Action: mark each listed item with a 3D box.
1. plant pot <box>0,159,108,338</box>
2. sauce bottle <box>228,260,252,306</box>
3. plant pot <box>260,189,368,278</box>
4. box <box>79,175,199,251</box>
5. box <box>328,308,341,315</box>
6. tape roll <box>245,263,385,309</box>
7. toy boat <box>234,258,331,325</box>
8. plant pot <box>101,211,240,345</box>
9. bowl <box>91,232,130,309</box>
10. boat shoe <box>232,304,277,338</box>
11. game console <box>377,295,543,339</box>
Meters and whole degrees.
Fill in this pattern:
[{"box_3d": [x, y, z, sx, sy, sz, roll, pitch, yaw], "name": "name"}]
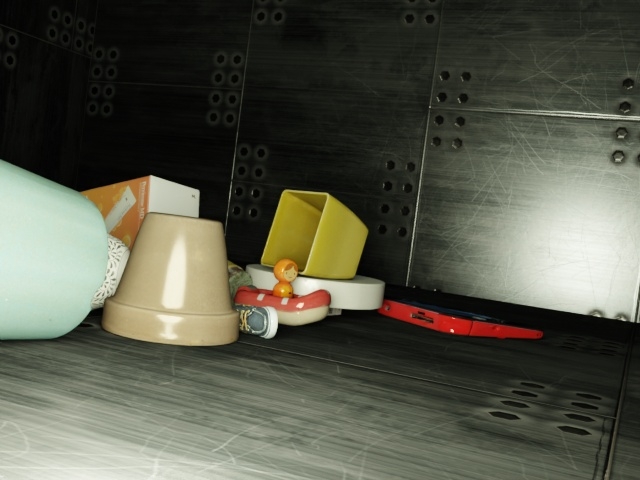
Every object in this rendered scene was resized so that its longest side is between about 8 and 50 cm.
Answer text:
[{"box_3d": [-0.525, 0.009, 1.151, 0.341, 0.341, 0.334, 8, -6, 35], "name": "plant pot"}, {"box_3d": [-0.326, 0.068, 2.071, 0.344, 0.111, 0.111, 29, 15, 40], "name": "sauce bottle"}, {"box_3d": [0.000, 0.000, 2.034, 0.187, 0.212, 0.212, 21, -7, -35], "name": "plant pot"}, {"box_3d": [-0.489, -0.019, 1.955, 0.345, 0.215, 0.168, -9, -15, 36], "name": "box"}, {"box_3d": [-0.056, 0.174, 2.136, 0.207, 0.036, 0.114, 8, 2, 34], "name": "box"}, {"box_3d": [-0.016, 0.124, 2.114, 0.392, 0.072, 0.392, 7, 1, 0], "name": "tape roll"}, {"box_3d": [-0.087, 0.119, 1.849, 0.231, 0.151, 0.151, 8, 2, 16], "name": "toy boat"}, {"box_3d": [-0.272, 0.067, 1.480, 0.263, 0.229, 0.263, 8, 1, 0], "name": "plant pot"}, {"box_3d": [-0.422, 0.065, 1.570, 0.080, 0.170, 0.170, 8, 1, 2], "name": "bowl"}, {"box_3d": [-0.153, 0.165, 1.587, 0.083, 0.065, 0.183, 4, -3, -24], "name": "boat shoe"}, {"box_3d": [0.383, 0.218, 2.202, 0.342, 0.060, 0.386, 6, 2, -31], "name": "game console"}]
